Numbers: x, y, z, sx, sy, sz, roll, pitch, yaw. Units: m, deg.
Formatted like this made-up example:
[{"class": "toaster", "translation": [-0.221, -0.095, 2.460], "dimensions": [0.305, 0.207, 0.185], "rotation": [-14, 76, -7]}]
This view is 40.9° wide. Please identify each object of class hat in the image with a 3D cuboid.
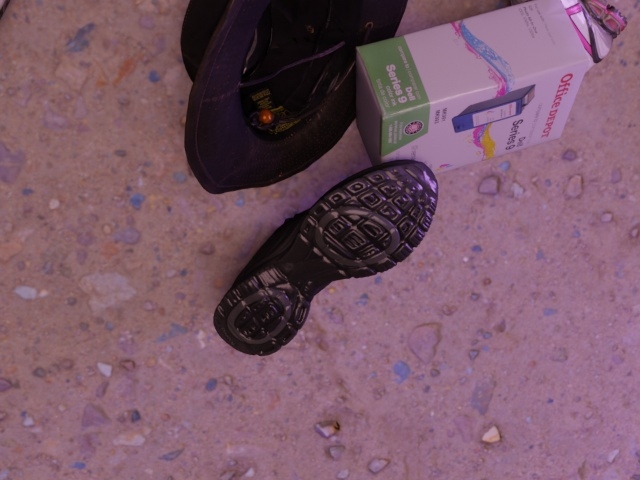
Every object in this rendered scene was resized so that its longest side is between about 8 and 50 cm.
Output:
[{"class": "hat", "translation": [-0.046, -0.209, 0.830], "dimensions": [0.134, 0.331, 0.331], "rotation": [41, 101, 22]}]

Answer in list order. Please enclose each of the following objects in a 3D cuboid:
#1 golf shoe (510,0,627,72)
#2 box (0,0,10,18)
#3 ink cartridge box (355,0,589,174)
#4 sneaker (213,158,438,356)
[{"class": "golf shoe", "translation": [0.240, -0.247, 0.922], "dimensions": [0.186, 0.067, 0.086], "rotation": [28, 104, -17]}, {"class": "box", "translation": [-0.400, -0.262, 0.805], "dimensions": [0.207, 0.036, 0.114], "rotation": [26, 76, -16]}, {"class": "ink cartridge box", "translation": [0.150, -0.151, 0.888], "dimensions": [0.212, 0.154, 0.093], "rotation": [-17, 67, -5]}, {"class": "sneaker", "translation": [0.000, 0.000, 0.924], "dimensions": [0.286, 0.130, 0.109], "rotation": [-35, 110, 18]}]
